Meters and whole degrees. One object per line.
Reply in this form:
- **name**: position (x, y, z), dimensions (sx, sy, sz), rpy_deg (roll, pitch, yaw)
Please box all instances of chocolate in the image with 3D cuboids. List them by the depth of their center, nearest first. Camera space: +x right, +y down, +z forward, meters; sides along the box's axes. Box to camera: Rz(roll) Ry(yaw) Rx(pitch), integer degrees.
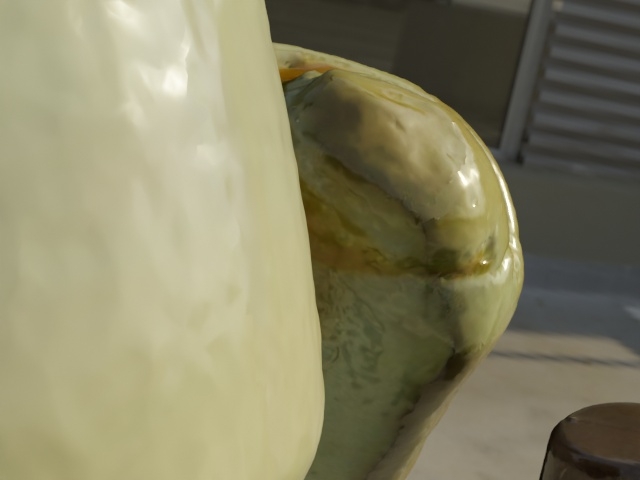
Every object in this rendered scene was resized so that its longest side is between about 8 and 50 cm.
- **chocolate**: position (-0.158, 0.020, 0.444), dimensions (0.326, 0.297, 0.314), rpy_deg (-5, -3, -36)

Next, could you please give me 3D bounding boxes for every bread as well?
- **bread**: position (0.000, 0.000, 1.064), dimensions (0.300, 0.341, 0.210), rpy_deg (29, 43, 8)

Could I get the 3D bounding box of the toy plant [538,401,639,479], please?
- **toy plant**: position (0.154, 0.178, 0.691), dimensions (0.143, 0.200, 0.105), rpy_deg (7, 28, 29)
